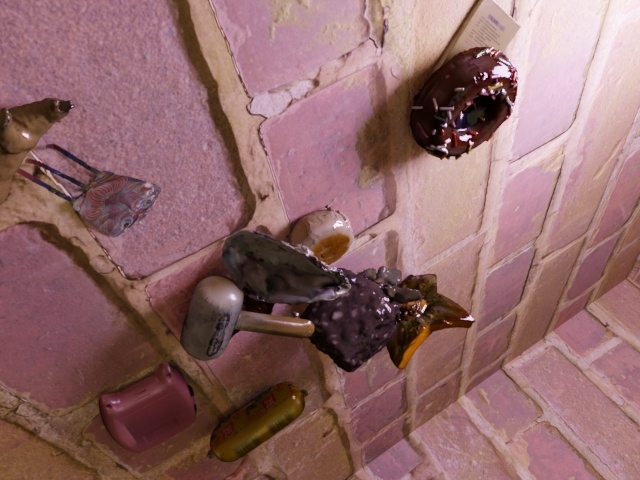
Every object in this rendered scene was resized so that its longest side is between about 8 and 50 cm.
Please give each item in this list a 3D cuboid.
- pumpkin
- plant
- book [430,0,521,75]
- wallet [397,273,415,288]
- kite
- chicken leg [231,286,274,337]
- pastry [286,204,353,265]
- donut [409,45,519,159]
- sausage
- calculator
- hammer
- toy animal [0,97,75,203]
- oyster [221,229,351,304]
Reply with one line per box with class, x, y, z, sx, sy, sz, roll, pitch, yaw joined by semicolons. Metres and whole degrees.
pumpkin;0.269;0.207;1.453;0.258;0.290;0.095;-26;118;-3
plant;0.111;0.175;1.340;0.312;0.215;0.213;-42;148;-13
book;0.338;-0.410;1.102;0.168;0.013;0.192;9;121;-46
wallet;0.290;0.231;1.698;0.165;0.042;0.309;-41;143;-2
kite;-0.367;-0.086;0.824;0.127;0.016;0.229;-45;146;2
chicken leg;-0.164;0.168;1.232;0.093;0.053;0.205;13;114;-21
pastry;0.000;0.000;1.170;0.166;0.088;0.166;-21;141;-18
donut;0.318;-0.291;1.115;0.270;0.103;0.269;-21;146;-15
sausage;-0.191;0.545;1.532;0.347;0.123;0.123;-32;143;-11
calculator;-0.422;0.443;1.290;0.220;0.048;0.329;-26;143;-21
hammer;-0.151;0.185;1.156;0.305;0.113;0.202;9;125;-25
toy animal;-0.431;-0.119;0.682;0.218;0.103;0.101;-53;159;13
oyster;-0.074;0.055;1.079;0.252;0.087;0.199;-15;101;-1
